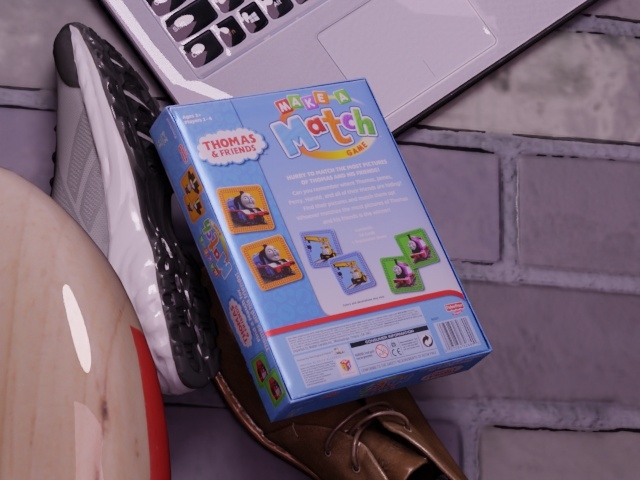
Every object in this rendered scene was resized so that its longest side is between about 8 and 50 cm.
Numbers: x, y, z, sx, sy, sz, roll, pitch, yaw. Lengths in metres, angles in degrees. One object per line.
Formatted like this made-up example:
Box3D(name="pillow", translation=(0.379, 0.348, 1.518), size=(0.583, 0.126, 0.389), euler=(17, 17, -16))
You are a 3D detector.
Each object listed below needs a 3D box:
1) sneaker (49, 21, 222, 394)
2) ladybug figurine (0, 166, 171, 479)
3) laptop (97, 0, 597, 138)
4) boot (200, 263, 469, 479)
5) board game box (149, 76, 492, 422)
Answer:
Box3D(name="sneaker", translation=(-0.148, -0.021, 1.208), size=(0.108, 0.100, 0.272), euler=(-19, 68, 16))
Box3D(name="ladybug figurine", translation=(-0.205, 0.181, 1.067), size=(0.162, 0.305, 0.449), euler=(19, 74, -54))
Box3D(name="laptop", translation=(0.013, -0.300, 1.247), size=(0.382, 0.236, 0.408), euler=(-34, 86, -19))
Box3D(name="boot", translation=(0.029, 0.122, 1.207), size=(0.112, 0.115, 0.305), euler=(-38, 86, -16))
Box3D(name="board game box", translation=(0.000, 0.000, 1.191), size=(0.160, 0.039, 0.211), euler=(-11, 69, -33))
